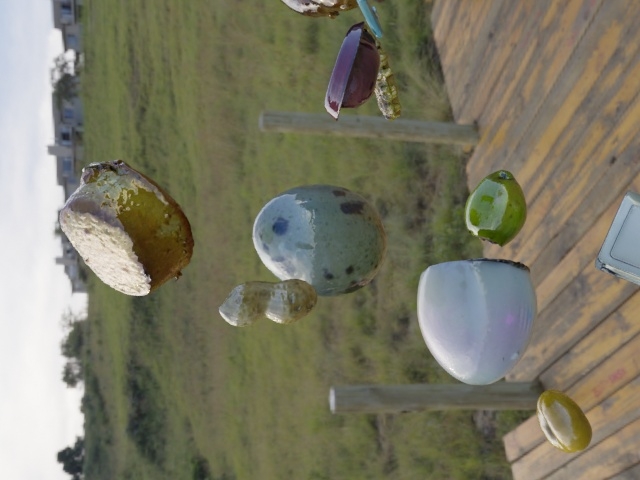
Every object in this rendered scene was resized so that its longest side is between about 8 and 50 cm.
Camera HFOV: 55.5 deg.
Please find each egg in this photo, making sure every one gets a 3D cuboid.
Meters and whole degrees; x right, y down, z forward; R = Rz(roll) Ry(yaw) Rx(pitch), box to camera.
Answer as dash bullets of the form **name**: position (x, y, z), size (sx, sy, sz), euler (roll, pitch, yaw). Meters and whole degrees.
- **egg**: position (0.000, 0.000, 1.853), size (0.345, 0.427, 0.345), euler (-18, 69, 55)
- **egg**: position (0.463, 0.257, 1.808), size (0.354, 0.354, 0.340), euler (119, 156, -69)

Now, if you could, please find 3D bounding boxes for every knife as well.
- **knife**: position (0.109, -0.514, 1.360), size (0.064, 0.031, 0.222), euler (66, -167, 12)

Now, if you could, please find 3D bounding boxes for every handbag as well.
- **handbag**: position (0.967, 0.030, 1.654), size (0.237, 0.358, 0.160), euler (-65, -25, 1)

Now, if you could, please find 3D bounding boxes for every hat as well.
- **hat**: position (0.074, -0.337, 1.237), size (0.205, 0.089, 0.206), euler (18, -90, -90)

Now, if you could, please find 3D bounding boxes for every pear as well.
- **pear**: position (0.528, -0.101, 1.820), size (0.187, 0.187, 0.220), euler (-134, 64, -77)

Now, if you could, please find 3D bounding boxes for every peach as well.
- **peach**: position (0.657, 0.491, 1.653), size (0.179, 0.103, 0.179), euler (160, 90, -86)

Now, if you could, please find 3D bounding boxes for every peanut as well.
- **peanut**: position (-0.113, 0.136, 1.336), size (0.103, 0.229, 0.098), euler (-179, 87, -67)

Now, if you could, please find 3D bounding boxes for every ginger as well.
- **ginger**: position (-0.040, -0.660, 1.482), size (0.152, 0.274, 0.357), euler (-60, 27, 1)

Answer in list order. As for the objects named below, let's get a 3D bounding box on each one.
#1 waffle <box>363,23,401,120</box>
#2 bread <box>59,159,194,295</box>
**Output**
- **waffle**: position (0.144, -0.444, 1.599), size (0.253, 0.056, 0.249), euler (-113, -1, -58)
- **bread**: position (-0.511, -0.025, 1.600), size (0.204, 0.336, 0.358), euler (-59, -32, -43)
